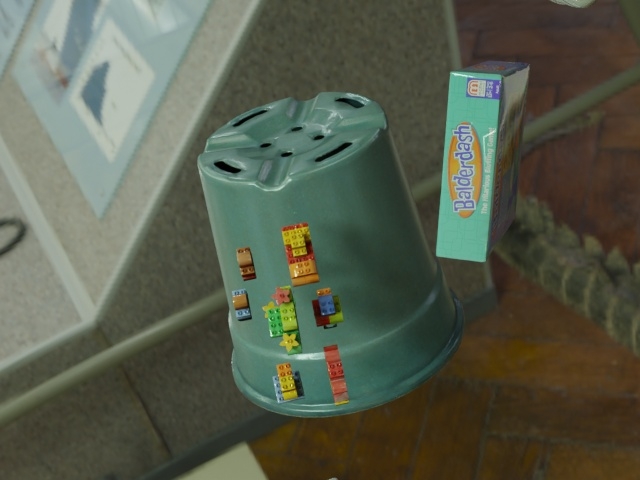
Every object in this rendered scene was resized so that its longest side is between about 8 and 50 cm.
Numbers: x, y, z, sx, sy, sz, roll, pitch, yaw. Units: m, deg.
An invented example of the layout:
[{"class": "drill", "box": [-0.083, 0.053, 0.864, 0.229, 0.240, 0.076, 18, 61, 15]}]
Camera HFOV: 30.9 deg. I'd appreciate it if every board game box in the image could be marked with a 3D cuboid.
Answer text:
[{"class": "board game box", "box": [0.152, -0.080, 1.062, 0.047, 0.160, 0.210, 7, 12, 15]}]

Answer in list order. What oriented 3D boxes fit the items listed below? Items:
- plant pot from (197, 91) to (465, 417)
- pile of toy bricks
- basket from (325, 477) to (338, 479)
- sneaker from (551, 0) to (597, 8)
[{"class": "plant pot", "box": [0.000, 0.000, 1.564, 0.341, 0.334, 0.341, -12, 29, 6]}, {"class": "pile of toy bricks", "box": [-0.035, 0.080, 1.271, 0.118, 0.105, 0.212, -12, 75, -2]}, {"class": "basket", "box": [-0.018, 0.434, 1.635, 0.103, 0.167, 0.113, -10, 51, -32]}, {"class": "sneaker", "box": [0.205, -0.315, 1.076, 0.090, 0.232, 0.115, -37, 20, 13]}]
